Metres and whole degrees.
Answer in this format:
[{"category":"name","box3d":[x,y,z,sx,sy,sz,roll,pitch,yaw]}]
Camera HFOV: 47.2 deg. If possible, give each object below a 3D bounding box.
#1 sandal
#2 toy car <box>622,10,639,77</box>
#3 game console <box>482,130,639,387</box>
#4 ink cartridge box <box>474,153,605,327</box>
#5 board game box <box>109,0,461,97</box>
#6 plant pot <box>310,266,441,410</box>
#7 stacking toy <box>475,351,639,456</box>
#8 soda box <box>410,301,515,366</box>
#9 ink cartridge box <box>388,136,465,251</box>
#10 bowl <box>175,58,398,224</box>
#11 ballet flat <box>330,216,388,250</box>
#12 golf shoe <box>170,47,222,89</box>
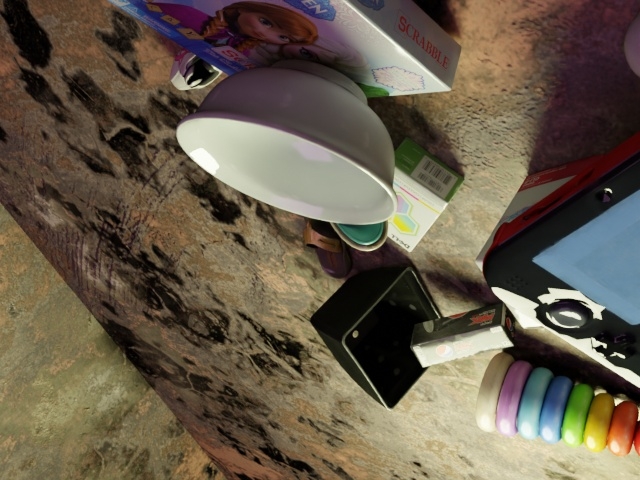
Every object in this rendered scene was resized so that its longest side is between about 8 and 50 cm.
[{"category":"sandal","box3d":[0.000,0.000,1.336,0.089,0.060,0.219,18,142,30]},{"category":"toy car","box3d":[0.367,-0.208,0.654,0.181,0.159,0.136,5,99,40]},{"category":"game console","box3d":[0.386,0.028,0.700,0.342,0.060,0.386,35,141,-10]},{"category":"ink cartridge box","box3d":[0.306,0.005,0.922,0.128,0.176,0.127,51,146,-18]},{"category":"board game box","box3d":[-0.045,-0.268,0.898,0.317,0.066,0.318,5,167,43]},{"category":"plant pot","box3d":[0.094,0.164,1.347,0.167,0.188,0.187,10,140,55]},{"category":"stacking toy","box3d":[0.433,0.295,1.210,0.330,0.141,0.141,14,140,27]},{"category":"soda box","box3d":[0.240,0.160,1.243,0.168,0.060,0.053,-18,119,28]},{"category":"ink cartridge box","box3d":[0.126,-0.054,1.140,0.109,0.062,0.209,36,148,4]},{"category":"bowl","box3d":[-0.025,-0.140,0.951,0.297,0.134,0.298,18,166,5]},{"category":"ballet flat","box3d":[0.034,-0.071,1.120,0.086,0.086,0.249,98,149,-54]},{"category":"golf shoe","box3d":[-0.202,-0.278,1.174,0.067,0.086,0.186,49,148,-19]}]
